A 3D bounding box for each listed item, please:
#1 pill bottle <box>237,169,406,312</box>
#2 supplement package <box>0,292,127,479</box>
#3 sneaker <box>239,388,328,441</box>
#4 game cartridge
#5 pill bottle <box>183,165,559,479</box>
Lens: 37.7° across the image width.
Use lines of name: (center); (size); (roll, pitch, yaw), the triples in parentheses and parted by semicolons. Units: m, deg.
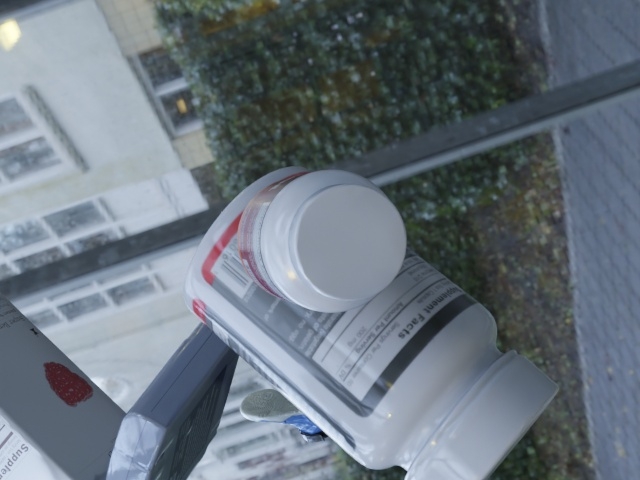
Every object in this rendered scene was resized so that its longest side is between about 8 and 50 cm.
pill bottle: (0.000, 0.000, 0.583); (0.152, 0.086, 0.086); (-176, 66, -76)
supplement package: (-0.400, 0.240, 1.197); (0.293, 0.175, 0.177); (43, -162, 4)
sneaker: (-0.040, 0.264, 1.391); (0.058, 0.152, 0.085); (-80, -23, -47)
game cartridge: (-0.170, 0.221, 1.068); (0.196, 0.060, 0.294); (-59, -8, -41)
pill bottle: (0.039, 0.081, 0.766); (0.283, 0.161, 0.161); (39, 170, 18)
